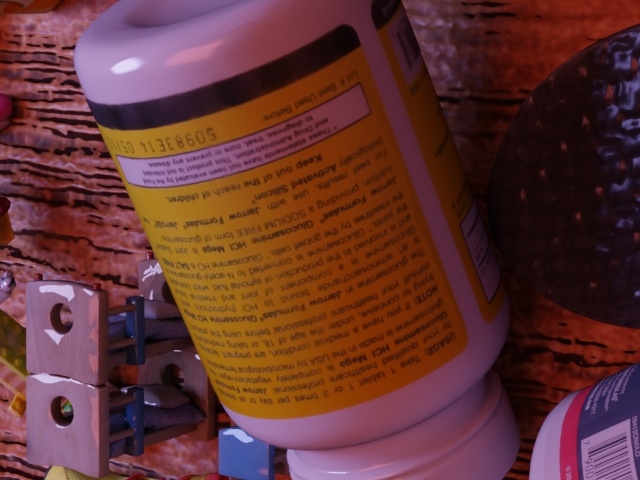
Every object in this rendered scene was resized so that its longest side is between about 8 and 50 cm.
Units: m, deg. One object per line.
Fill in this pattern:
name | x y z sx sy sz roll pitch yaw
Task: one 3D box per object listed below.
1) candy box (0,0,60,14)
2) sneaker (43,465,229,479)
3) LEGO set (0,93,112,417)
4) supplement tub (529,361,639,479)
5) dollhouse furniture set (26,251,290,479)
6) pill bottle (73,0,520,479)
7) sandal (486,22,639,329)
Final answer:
candy box | -0.159 -0.263 1.225 0.316 0.183 0.088 -35 77 32
sneaker | -0.097 0.193 1.324 0.208 0.081 0.094 25 111 16
LEGO set | -0.217 0.017 1.335 0.107 0.132 0.287 -34 77 39
supplement tub | 0.265 0.123 0.999 0.272 0.191 0.191 -30 81 33
dollhouse furniture set | -0.084 0.087 1.263 0.183 0.129 0.129 7 101 34
pill bottle | 0.000 0.000 1.119 0.188 0.188 0.334 -7 115 34
sandal | 0.271 -0.088 1.001 0.445 0.107 0.168 -37 77 39
